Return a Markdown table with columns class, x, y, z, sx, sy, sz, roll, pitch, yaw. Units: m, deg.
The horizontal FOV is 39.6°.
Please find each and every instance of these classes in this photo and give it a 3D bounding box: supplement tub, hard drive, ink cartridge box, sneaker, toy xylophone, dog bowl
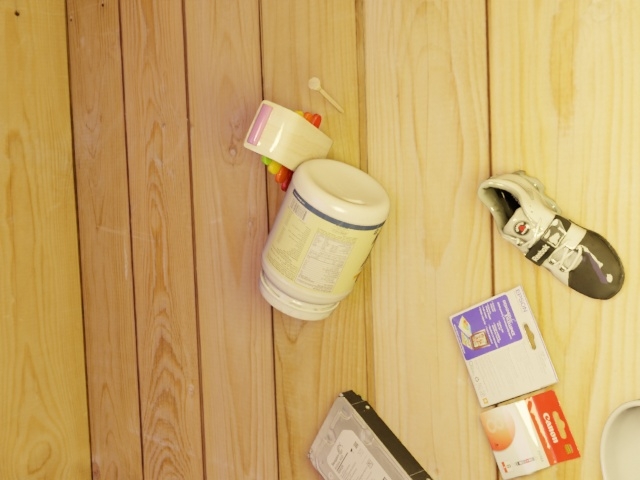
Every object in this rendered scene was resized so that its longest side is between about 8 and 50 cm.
| class | x | y | z | sx | sy | sz | roll | pitch | yaw |
| --- | --- | --- | --- | --- | --- | --- | --- | --- | --- |
| supplement tub | 0.000 | 0.000 | 2.061 | 0.235 | 0.236 | 0.324 | 46 | 126 | 34 |
| hard drive | 0.118 | 0.556 | 2.125 | 0.339 | 0.064 | 0.236 | 48 | 127 | 34 |
| ink cartridge box | 0.379 | 0.217 | 1.809 | 0.208 | 0.045 | 0.206 | -32 | 71 | 46 |
| sneaker | 0.417 | -0.004 | 1.672 | 0.330 | 0.146 | 0.122 | 48 | 125 | 32 |
| ink cartridge box | 0.418 | 0.393 | 1.790 | 0.179 | 0.045 | 0.145 | -34 | 70 | 47 |
| toy xylophone | -0.049 | -0.246 | 2.067 | 0.081 | 0.323 | 0.236 | 24 | 82 | 23 |
| dog bowl | 0.596 | 0.390 | 1.488 | 0.265 | 0.104 | 0.264 | 173 | 90 | -68 |
